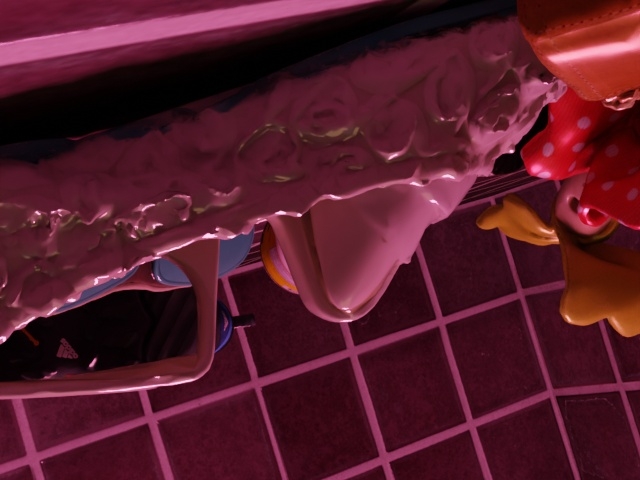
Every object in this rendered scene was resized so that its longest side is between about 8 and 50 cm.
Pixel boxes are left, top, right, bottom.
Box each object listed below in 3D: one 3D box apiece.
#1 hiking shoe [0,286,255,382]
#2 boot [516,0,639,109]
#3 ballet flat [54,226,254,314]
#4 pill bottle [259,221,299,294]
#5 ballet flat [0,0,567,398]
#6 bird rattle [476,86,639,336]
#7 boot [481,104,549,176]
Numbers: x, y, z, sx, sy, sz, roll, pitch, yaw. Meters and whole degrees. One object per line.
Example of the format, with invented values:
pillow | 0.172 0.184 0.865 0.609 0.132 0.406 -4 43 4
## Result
hiking shoe | -0.219 0.083 0.989 0.304 0.113 0.132 1 172 19
boot | 0.223 -0.116 0.510 0.211 0.104 0.295 -12 176 35
ballet flat | -0.136 -0.007 0.783 0.086 0.086 0.248 -18 176 27
pill bottle | 0.000 0.000 1.312 0.117 0.117 0.215 -16 178 -11
ballet flat | -0.051 -0.007 0.556 0.408 0.147 0.147 -17 178 -14
bird rattle | 0.201 -0.065 0.767 0.207 0.143 0.253 -43 154 -24
boot | 0.067 -0.068 0.899 0.208 0.076 0.189 -10 180 38
